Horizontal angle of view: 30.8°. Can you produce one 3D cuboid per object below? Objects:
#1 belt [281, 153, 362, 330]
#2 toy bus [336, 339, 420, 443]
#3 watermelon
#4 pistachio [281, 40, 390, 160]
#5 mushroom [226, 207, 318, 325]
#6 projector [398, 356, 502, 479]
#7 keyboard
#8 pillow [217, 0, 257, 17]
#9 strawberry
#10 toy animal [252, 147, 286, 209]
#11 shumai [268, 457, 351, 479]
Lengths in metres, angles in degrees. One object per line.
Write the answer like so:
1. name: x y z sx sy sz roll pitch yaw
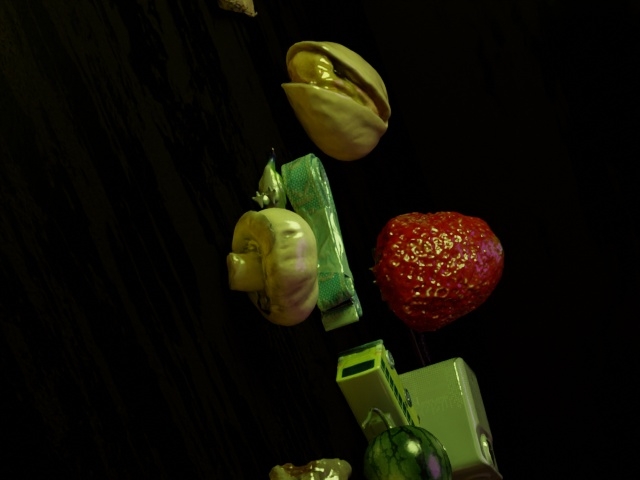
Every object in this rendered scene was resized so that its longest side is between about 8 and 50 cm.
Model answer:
1. belt: 0.000 0.000 1.893 0.087 0.072 0.302 54 19 -65
2. toy bus: 0.094 0.261 1.892 0.101 0.088 0.175 -80 147 -62
3. watermelon: 0.128 0.341 1.802 0.187 0.140 0.140 70 11 20
4. pistachio: 0.027 -0.264 2.190 0.299 0.187 0.188 41 32 -55
5. mushroom: -0.063 0.035 1.480 0.154 0.122 0.154 38 -45 52
6. projector: 0.207 0.347 2.046 0.163 0.177 0.243 48 27 -57
7. keyboard: 0.190 0.143 2.611 0.106 0.027 0.317 -67 138 -72
8. pillow: -0.152 -0.437 1.907 0.248 0.049 0.135 -44 116 -81
9. strawberry: 0.246 0.051 2.422 0.257 0.276 0.257 -21 90 -75
10. toy animal: -0.068 -0.037 1.723 0.075 0.041 0.217 41 37 -69
11. shumai: 0.002 0.335 1.300 0.175 0.166 0.206 53 -4 42
